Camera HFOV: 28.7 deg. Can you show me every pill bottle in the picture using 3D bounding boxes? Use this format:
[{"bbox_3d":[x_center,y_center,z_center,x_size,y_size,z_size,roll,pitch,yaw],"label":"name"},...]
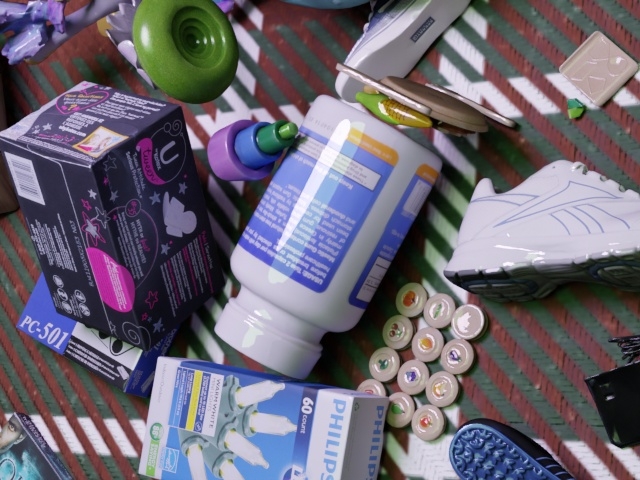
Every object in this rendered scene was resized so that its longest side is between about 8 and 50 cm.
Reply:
[{"bbox_3d":[0.000,0.000,1.302,0.152,0.152,0.272,31,93,35],"label":"pill bottle"}]

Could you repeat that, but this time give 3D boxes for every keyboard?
[{"bbox_3d":[0.338,0.115,1.130,0.192,0.038,0.100,-22,88,25],"label":"keyboard"}]

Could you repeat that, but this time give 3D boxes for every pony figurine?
[{"bbox_3d":[-0.230,-0.311,1.453,0.363,0.351,0.302,-13,100,30],"label":"pony figurine"}]

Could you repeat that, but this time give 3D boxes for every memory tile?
[{"bbox_3d":[0.102,0.123,1.284,0.113,0.012,0.148,22,88,35],"label":"memory tile"}]

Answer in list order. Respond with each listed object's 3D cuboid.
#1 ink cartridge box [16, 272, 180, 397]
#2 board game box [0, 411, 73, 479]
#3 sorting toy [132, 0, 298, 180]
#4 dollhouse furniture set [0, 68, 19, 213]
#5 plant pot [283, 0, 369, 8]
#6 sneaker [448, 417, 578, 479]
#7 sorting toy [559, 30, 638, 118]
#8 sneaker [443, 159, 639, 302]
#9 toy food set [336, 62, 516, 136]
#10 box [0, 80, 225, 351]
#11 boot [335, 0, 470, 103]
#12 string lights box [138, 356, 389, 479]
[{"bbox_3d":[-0.271,0.104,1.512,0.207,0.046,0.097,24,88,36],"label":"ink cartridge box"},{"bbox_3d":[-0.356,0.316,1.517,0.186,0.026,0.126,44,101,34],"label":"board game box"},{"bbox_3d":[-0.115,-0.238,1.257,0.126,0.127,0.365,-20,96,46],"label":"sorting toy"},{"bbox_3d":[-0.624,-0.144,1.641,0.394,0.362,0.256,-13,64,-3],"label":"dollhouse furniture set"},{"bbox_3d":[0.004,-0.388,1.307,0.293,0.293,0.235,1,67,33],"label":"plant pot"},{"bbox_3d":[0.218,0.246,1.139,0.232,0.090,0.081,44,101,12],"label":"sneaker"},{"bbox_3d":[0.271,-0.163,1.259,0.083,0.012,0.062,-46,61,10],"label":"sorting toy"},{"bbox_3d":[0.250,-0.019,1.172,0.297,0.111,0.129,-4,67,35],"label":"sneaker"},{"bbox_3d":[0.105,-0.129,1.256,0.132,0.192,0.038,32,108,33],"label":"toy food set"},{"bbox_3d":[-0.227,-0.031,1.391,0.163,0.247,0.142,18,43,36],"label":"box"},{"bbox_3d":[0.078,-0.239,1.382,0.190,0.069,0.086,-42,50,6],"label":"boot"},{"bbox_3d":[-0.062,0.208,1.321,0.260,0.077,0.133,6,86,35],"label":"string lights box"}]
